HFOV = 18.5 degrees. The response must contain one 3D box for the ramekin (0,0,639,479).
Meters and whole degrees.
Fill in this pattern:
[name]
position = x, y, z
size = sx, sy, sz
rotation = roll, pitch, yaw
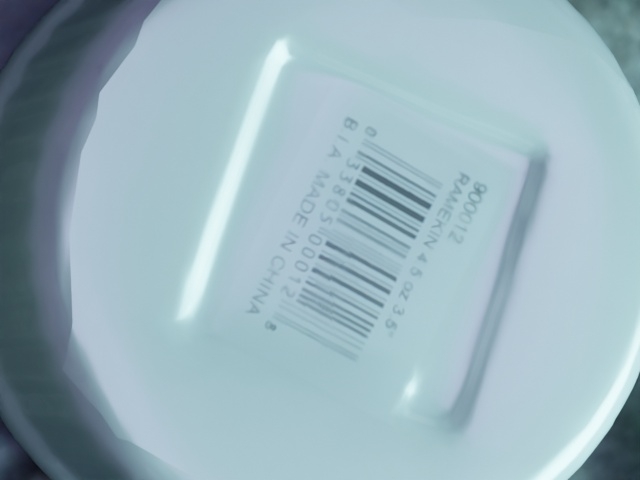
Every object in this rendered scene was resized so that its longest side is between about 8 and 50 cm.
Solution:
[ramekin]
position = 0.000, 0.000, 0.779
size = 0.277, 0.135, 0.277
rotation = 1, 88, -16
